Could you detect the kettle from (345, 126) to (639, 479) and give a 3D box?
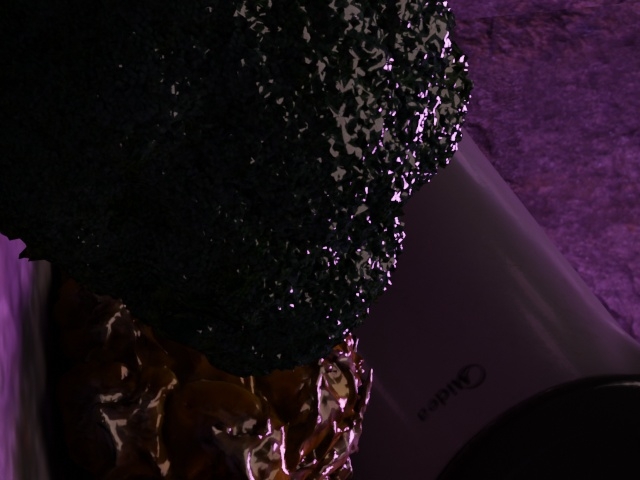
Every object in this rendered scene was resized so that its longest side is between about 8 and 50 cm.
[{"bbox_3d":[0.052,0.123,1.459,0.250,0.361,0.376,44,6,-42],"label":"kettle"}]

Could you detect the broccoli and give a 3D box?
[{"bbox_3d":[-0.058,-0.072,0.933,0.269,0.254,0.269,28,-58,60],"label":"broccoli"}]

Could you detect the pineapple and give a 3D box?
[{"bbox_3d":[-0.051,0.108,1.027,0.161,0.158,0.334,64,22,-79],"label":"pineapple"}]
